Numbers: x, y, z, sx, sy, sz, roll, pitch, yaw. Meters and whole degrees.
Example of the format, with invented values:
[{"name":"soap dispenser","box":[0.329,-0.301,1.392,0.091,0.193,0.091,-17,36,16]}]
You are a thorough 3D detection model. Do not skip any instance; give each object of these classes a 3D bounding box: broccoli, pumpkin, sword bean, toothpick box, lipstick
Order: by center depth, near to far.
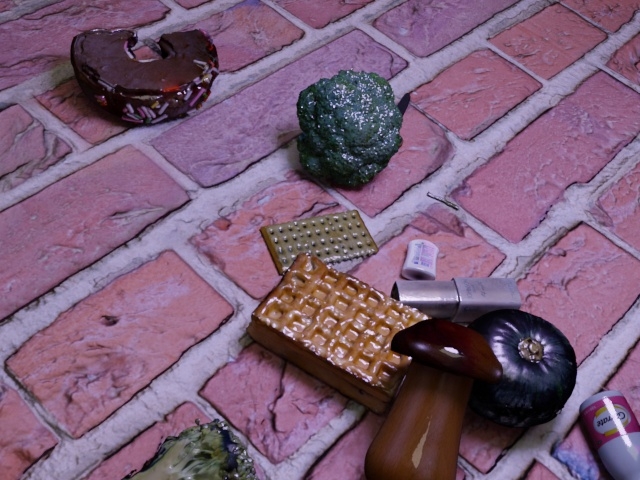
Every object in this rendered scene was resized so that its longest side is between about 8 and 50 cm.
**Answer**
[{"name":"broccoli","box":[-0.196,0.419,1.264,0.180,0.273,0.242,47,26,-31]},{"name":"toothpick box","box":[0.182,0.278,1.354,0.192,0.192,0.294,20,83,5]},{"name":"pumpkin","box":[0.360,0.234,1.506,0.233,0.163,0.233,5,53,-7]},{"name":"lipstick","box":[0.272,0.120,1.641,0.253,0.077,0.078,1,49,-12]},{"name":"broccoli","box":[0.054,-0.261,1.840,0.270,0.269,0.270,3,14,-10]},{"name":"sword bean","box":[0.284,-0.092,1.873,0.083,0.012,0.012,27,49,13]}]

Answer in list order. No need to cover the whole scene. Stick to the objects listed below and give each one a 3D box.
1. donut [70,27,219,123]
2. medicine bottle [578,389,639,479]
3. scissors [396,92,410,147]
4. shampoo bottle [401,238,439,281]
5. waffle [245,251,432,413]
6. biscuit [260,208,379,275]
[{"name":"donut","box":[-0.397,-0.383,1.899,0.345,0.136,0.259,-11,55,-19]},{"name":"medicine bottle","box":[0.552,0.384,1.464,0.091,0.090,0.216,-5,51,-16]},{"name":"scissors","box":[0.191,-0.308,2.037,0.088,0.017,0.220,22,48,8]},{"name":"shampoo bottle","box":[0.214,0.040,1.721,0.072,0.043,0.099,15,48,0]},{"name":"waffle","box":[0.037,0.167,1.544,0.308,0.091,0.213,29,49,11]},{"name":"biscuit","box":[0.000,0.000,1.729,0.232,0.016,0.139,-10,51,-21]}]
